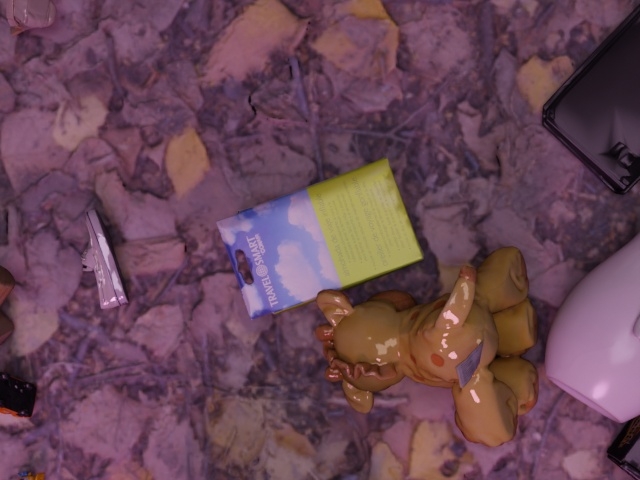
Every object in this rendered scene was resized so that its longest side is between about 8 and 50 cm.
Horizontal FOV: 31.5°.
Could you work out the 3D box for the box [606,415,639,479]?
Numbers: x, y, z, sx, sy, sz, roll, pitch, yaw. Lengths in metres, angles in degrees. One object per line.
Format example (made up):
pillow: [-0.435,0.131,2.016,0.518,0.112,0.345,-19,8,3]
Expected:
box: [0.479,0.177,1.074,0.293,0.073,0.295,37,88,4]

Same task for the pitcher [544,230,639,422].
pitcher: [0.297,0.058,1.032,0.125,0.178,0.207,33,87,8]

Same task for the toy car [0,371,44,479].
toy car: [-0.305,0.189,1.099,0.040,0.060,0.122,-12,77,32]

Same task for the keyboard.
keyboard: [0.392,-0.168,1.120,0.317,0.033,0.201,-45,80,-1]

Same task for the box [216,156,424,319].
box: [0.000,0.000,1.110,0.178,0.042,0.109,-20,85,0]

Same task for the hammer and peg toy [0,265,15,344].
hammer and peg toy: [-0.440,0.050,0.966,0.266,0.361,0.127,41,108,3]

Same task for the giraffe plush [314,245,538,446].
giraffe plush: [0.091,0.099,1.054,0.170,0.210,0.181,-2,89,30]

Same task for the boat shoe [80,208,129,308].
boat shoe: [-0.220,0.020,1.119,0.035,0.035,0.100,-18,92,-3]

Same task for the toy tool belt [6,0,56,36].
toy tool belt: [-0.293,-0.247,1.131,0.051,0.052,0.083,-6,78,45]
